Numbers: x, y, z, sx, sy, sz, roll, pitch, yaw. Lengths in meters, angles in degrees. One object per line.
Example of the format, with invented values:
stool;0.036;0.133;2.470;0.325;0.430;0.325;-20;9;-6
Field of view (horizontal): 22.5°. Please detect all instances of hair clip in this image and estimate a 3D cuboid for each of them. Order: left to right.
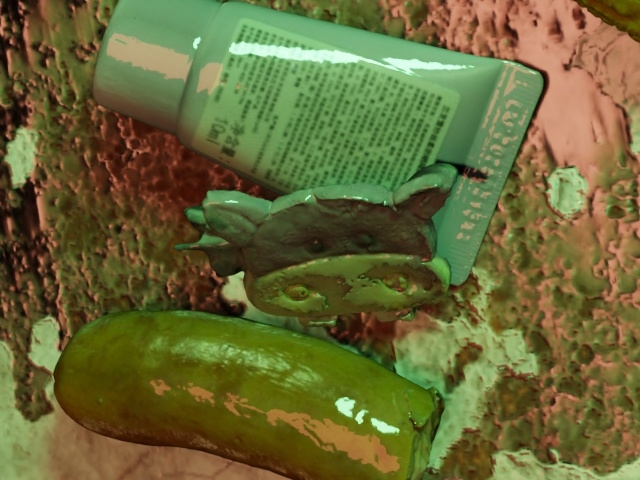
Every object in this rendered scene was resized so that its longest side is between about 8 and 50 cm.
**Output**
hair clip;-0.002;0.007;1.032;0.187;0.056;0.146;3;143;14

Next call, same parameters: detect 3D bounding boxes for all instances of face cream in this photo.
face cream;-0.007;-0.085;1.048;0.273;0.096;0.154;21;105;3

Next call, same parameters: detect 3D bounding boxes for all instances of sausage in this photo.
sausage;-0.053;0.107;1.078;0.270;0.109;0.109;12;102;17

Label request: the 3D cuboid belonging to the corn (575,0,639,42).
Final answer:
corn;0.150;-0.200;0.967;0.261;0.097;0.097;40;108;7
